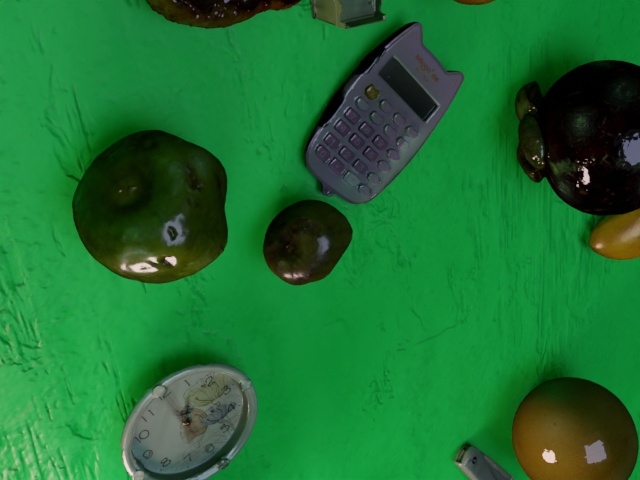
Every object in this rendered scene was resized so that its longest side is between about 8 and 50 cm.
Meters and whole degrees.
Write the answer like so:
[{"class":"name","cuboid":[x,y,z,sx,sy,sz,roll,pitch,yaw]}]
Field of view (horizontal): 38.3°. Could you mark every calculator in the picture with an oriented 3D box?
[{"class":"calculator","cuboid":[0.092,-0.190,1.453,0.294,0.043,0.194,-52,132,1]}]

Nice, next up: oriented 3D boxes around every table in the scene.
[{"class":"table","cuboid":[0.040,-0.344,1.306,0.079,0.083,0.062,-19,123,-26]}]

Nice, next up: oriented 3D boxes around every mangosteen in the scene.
[{"class":"mangosteen","cuboid":[0.479,-0.178,1.600,0.288,0.288,0.288,-16,121,-29]}]

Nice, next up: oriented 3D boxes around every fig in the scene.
[{"class":"fig","cuboid":[-0.017,-0.006,1.437,0.127,0.185,0.133,20,106,1]},{"class":"fig","cuboid":[-0.199,-0.021,1.253,0.206,0.206,0.275,-48,154,-6]}]

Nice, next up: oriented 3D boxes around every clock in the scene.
[{"class":"clock","cuboid":[-0.211,0.287,1.458,0.236,0.053,0.236,-15,121,-27]}]

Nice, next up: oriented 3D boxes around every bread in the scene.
[{"class":"bread","cuboid":[-0.123,-0.349,1.190,0.269,0.095,0.139,-24,128,-42]}]

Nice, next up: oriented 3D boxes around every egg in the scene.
[{"class":"egg","cuboid":[0.539,0.423,1.937,0.250,0.250,0.322,-51,136,-4]}]

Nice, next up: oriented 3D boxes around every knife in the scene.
[{"class":"knife","cuboid":[0.365,0.511,1.997,0.265,0.040,0.073,45,72,-41]}]

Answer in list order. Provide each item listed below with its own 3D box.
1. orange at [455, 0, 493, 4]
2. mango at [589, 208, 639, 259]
[{"class":"orange","cuboid":[0.225,-0.423,1.367,0.159,0.159,0.136,-21,163,-27]},{"class":"mango","cuboid":[0.645,-0.034,1.887,0.219,0.112,0.145,-28,127,-8]}]
